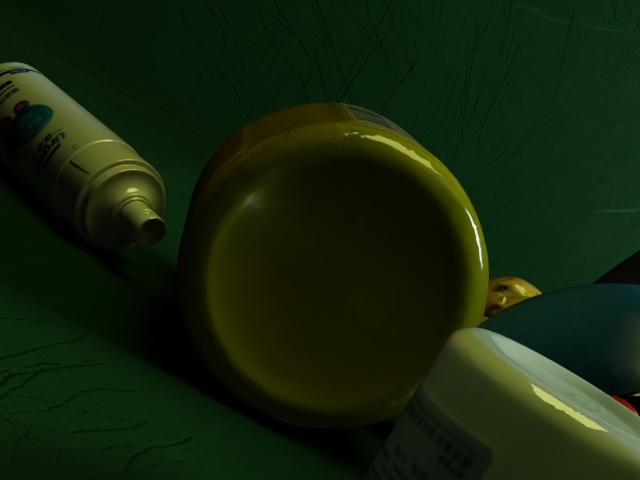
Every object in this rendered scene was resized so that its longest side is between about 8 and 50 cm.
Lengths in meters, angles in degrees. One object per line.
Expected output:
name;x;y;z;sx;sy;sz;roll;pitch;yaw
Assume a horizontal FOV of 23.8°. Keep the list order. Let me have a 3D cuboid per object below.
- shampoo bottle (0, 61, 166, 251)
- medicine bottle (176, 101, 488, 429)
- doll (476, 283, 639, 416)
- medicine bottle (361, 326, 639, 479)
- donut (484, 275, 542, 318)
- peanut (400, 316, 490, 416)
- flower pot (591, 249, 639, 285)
shampoo bottle;-0.222;-0.069;1.358;0.092;0.092;0.303;25;9;-42
medicine bottle;0.000;0.000;1.227;0.224;0.224;0.384;29;7;-8
doll;0.157;0.144;0.771;0.310;0.284;0.240;-74;147;-88
medicine bottle;0.048;0.134;0.569;0.102;0.187;0.103;30;7;-4
donut;0.275;0.165;1.526;0.299;0.150;0.317;26;7;-36
peanut;0.161;0.157;1.216;0.137;0.122;0.253;36;3;-44
flower pot;0.348;0.103;1.236;0.379;0.251;0.379;163;-90;-86
